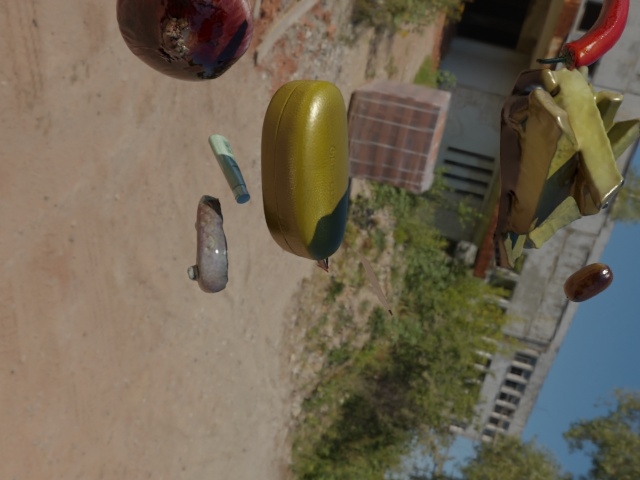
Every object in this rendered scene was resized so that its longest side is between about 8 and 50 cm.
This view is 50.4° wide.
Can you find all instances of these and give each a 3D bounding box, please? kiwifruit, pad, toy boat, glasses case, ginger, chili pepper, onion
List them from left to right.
[{"bbox_3d":[-0.346,-0.536,1.700,0.285,0.347,0.348,-85,-179,-47],"label":"onion"},{"bbox_3d":[-0.255,0.014,1.493,0.155,0.085,0.227,107,-24,-50],"label":"toy boat"},{"bbox_3d":[-0.024,-0.136,1.390,0.173,0.141,0.371,-18,115,-43],"label":"glasses case"},{"bbox_3d":[0.148,0.117,1.878,0.188,0.006,0.113,65,-6,-25],"label":"pad"},{"bbox_3d":[0.451,-0.123,1.195,0.413,0.211,0.358,-18,116,-54],"label":"ginger"},{"bbox_3d":[0.655,0.103,1.666,0.124,0.075,0.075,-37,177,10],"label":"kiwifruit"},{"bbox_3d":[0.723,-0.559,1.796,0.368,0.137,0.092,-50,168,-14],"label":"chili pepper"}]

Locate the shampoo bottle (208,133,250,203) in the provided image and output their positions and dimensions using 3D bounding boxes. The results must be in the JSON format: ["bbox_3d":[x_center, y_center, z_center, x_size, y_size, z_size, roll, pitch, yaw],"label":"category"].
[{"bbox_3d":[-0.216,-0.171,1.634,0.069,0.041,0.191,34,26,-59],"label":"shampoo bottle"}]

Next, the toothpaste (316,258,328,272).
[{"bbox_3d":[0.000,0.000,2.063,0.071,0.045,0.193,29,-50,55],"label":"toothpaste"}]
